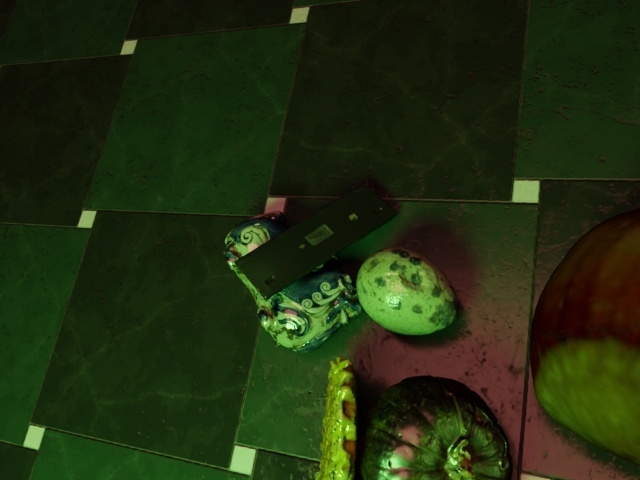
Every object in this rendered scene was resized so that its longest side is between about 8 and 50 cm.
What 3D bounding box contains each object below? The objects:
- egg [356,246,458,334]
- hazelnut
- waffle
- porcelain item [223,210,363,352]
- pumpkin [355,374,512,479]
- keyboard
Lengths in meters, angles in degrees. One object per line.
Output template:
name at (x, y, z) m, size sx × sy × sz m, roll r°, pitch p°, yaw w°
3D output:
egg at (0.146, 0.089, 0.996) m, size 0.181 × 0.141 × 0.141 m, roll 29°, pitch 82°, yaw 17°
hazelnut at (0.477, 0.133, 0.708) m, size 0.429 × 0.402 × 0.402 m, roll 29°, pitch 82°, yaw 41°
waffle at (0.026, 0.303, 0.902) m, size 0.052 × 0.254 × 0.245 m, roll 6°, pitch 84°, yaw -1°
porcelain item at (-0.056, 0.064, 1.093) m, size 0.186 × 0.138 × 0.288 m, roll -31°, pitch 62°, yaw -4°
pumpkin at (0.165, 0.320, 0.857) m, size 0.237 × 0.159 × 0.238 m, roll 3°, pitch 74°, yaw -12°
keyboard at (0.000, 0.000, 1.063) m, size 0.317 × 0.027 × 0.106 m, roll -31°, pitch 64°, yaw -28°
